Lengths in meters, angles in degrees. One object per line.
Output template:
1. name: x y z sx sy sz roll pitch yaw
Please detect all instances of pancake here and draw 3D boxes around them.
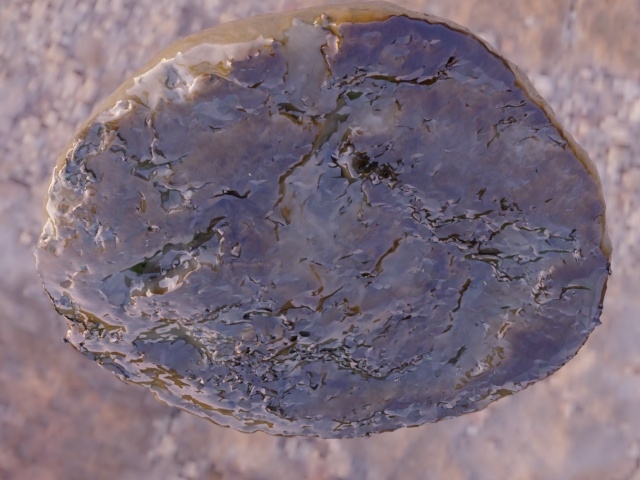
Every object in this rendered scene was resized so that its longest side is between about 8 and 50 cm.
1. pancake: 0.000 0.001 1.175 0.356 0.065 0.356 -6 135 -6
